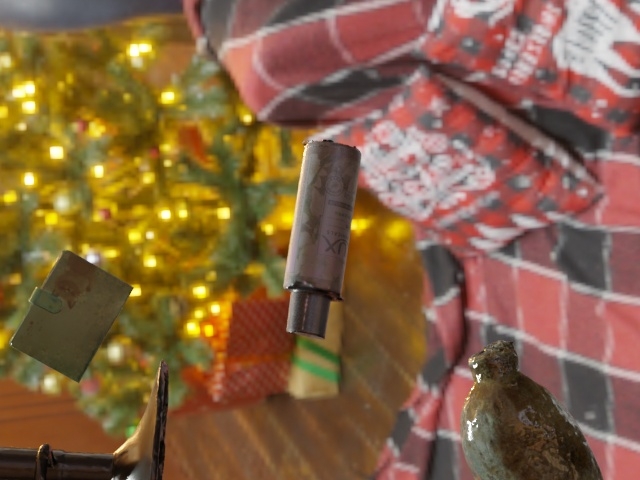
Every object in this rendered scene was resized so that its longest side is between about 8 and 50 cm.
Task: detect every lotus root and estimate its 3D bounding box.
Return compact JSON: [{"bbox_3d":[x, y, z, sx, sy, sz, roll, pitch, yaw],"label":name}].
[{"bbox_3d":[0.281,0.301,1.856,0.175,0.175,0.349,7,128,61],"label":"lotus root"}]

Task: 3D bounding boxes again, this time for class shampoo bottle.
[{"bbox_3d":[0.000,0.000,1.511,0.072,0.072,0.214,-9,70,61],"label":"shampoo bottle"}]

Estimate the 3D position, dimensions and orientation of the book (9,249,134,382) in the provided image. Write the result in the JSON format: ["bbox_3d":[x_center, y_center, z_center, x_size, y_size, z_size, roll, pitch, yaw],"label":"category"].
[{"bbox_3d":[-0.304,0.090,1.670,0.135,0.103,0.017,-60,11,-7],"label":"book"}]

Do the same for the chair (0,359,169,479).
[{"bbox_3d":[-0.356,0.218,1.368,0.226,0.401,0.226,-175,90,-86],"label":"chair"}]
